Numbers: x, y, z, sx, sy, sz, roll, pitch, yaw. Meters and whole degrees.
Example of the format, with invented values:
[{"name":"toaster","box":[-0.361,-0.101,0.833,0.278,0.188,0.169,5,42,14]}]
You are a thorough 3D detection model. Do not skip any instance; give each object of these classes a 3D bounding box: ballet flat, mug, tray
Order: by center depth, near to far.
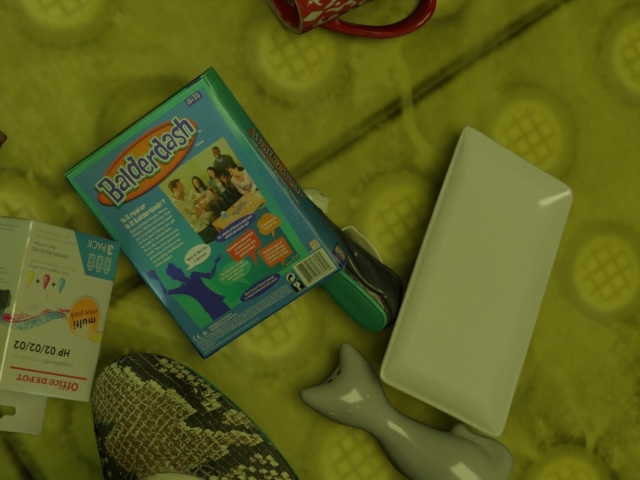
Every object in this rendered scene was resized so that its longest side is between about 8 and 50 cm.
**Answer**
[{"name":"ballet flat","box":[-0.046,0.315,1.261,0.164,0.182,0.483,-30,101,27]},{"name":"mug","box":[0.039,-0.253,1.391,0.169,0.113,0.150,-30,96,-14]},{"name":"ballet flat","box":[0.000,0.000,1.397,0.203,0.074,0.074,42,76,-7]},{"name":"tray","box":[0.147,0.039,1.433,0.145,0.030,0.270,28,69,-21]}]

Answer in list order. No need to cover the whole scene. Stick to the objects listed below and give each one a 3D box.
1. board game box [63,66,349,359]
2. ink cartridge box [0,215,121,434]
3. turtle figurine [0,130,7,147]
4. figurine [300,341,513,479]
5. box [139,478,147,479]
[{"name":"board game box","box":[-0.100,-0.023,1.332,0.160,0.047,0.210,-33,101,15]},{"name":"ink cartridge box","box":[-0.243,0.078,1.289,0.104,0.062,0.181,16,83,-48]},{"name":"turtle figurine","box":[-0.364,-0.016,1.254,0.269,0.087,0.217,23,81,-21]},{"name":"figurine","box":[0.041,0.228,1.393,0.209,0.092,0.215,38,77,-10]},{"name":"box","box":[-0.150,0.329,1.073,0.201,0.057,0.293,-7,62,-48]}]
